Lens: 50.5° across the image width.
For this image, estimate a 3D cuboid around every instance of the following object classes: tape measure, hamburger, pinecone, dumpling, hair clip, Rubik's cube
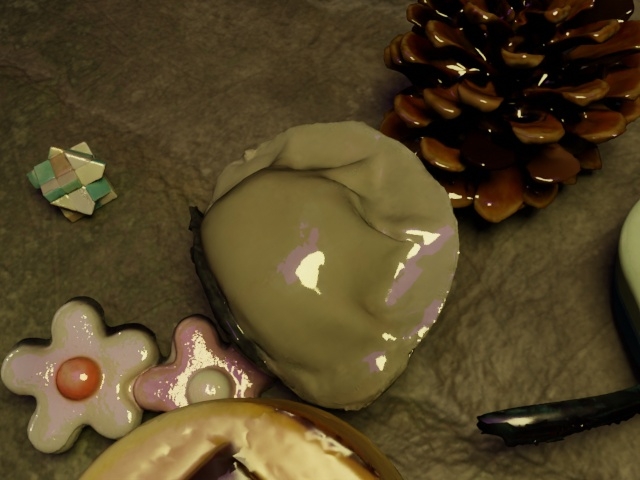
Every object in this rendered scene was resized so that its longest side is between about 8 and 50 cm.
[{"bbox_3d":[0.287,0.055,0.565,0.351,0.098,0.215,-11,48,7],"label":"tape measure"},{"bbox_3d":[-0.060,0.250,0.481,0.301,0.170,0.302,1,65,-1],"label":"hamburger"},{"bbox_3d":[0.182,-0.156,0.625,0.264,0.264,0.264,-4,61,7],"label":"pinecone"},{"bbox_3d":[-0.016,0.002,0.588,0.163,0.204,0.293,7,45,-39],"label":"dumpling"},{"bbox_3d":[-0.161,0.133,0.625,0.256,0.075,0.146,6,63,8],"label":"hair clip"},{"bbox_3d":[-0.272,-0.068,0.748,0.075,0.073,0.084,-44,62,-14],"label":"Rubik's cube"}]
